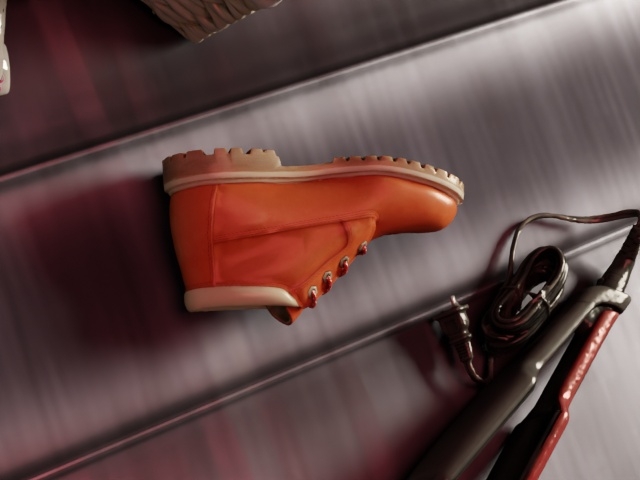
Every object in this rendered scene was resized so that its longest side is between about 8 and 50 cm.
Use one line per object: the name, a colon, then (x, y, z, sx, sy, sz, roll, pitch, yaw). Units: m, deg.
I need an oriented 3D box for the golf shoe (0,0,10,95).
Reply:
golf shoe: (-0.178, -0.080, 0.786, 0.086, 0.067, 0.186, 33, 62, -20)

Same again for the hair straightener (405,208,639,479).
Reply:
hair straightener: (0.106, 0.053, 0.921, 0.089, 0.047, 0.230, 45, 59, -11)

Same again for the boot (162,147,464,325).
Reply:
boot: (0.000, 0.000, 0.875, 0.158, 0.059, 0.084, -1, 80, -21)

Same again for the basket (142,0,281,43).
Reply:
basket: (-0.073, -0.189, 0.857, 0.167, 0.103, 0.113, 39, 61, -14)
